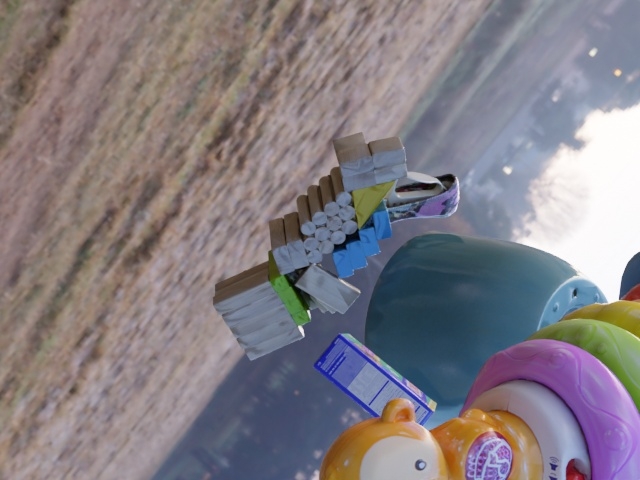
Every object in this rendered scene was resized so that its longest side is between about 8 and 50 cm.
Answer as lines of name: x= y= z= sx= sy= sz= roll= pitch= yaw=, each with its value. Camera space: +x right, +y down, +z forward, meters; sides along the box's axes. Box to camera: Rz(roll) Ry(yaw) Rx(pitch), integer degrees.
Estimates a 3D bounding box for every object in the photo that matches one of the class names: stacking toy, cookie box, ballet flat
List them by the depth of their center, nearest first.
stacking toy: x=0.126 y=0.094 z=0.464 sx=0.166 sy=0.302 sz=0.175 roll=14 pitch=-79 yaw=53
cookie box: x=0.051 y=0.131 z=0.884 sx=0.040 sy=0.107 sz=0.092 roll=-51 pitch=171 yaw=0
ballet flat: x=0.097 y=-0.060 z=1.403 sx=0.221 sy=0.077 sz=0.079 roll=-11 pitch=126 yaw=-17

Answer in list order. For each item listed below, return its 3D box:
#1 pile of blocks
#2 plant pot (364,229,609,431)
pile of blocks: x=0.000 y=0.000 z=1.326 sx=0.362 sy=0.149 sz=0.112 roll=-47 pitch=-158 yaw=19
plant pot: x=0.242 y=0.133 z=1.302 sx=0.235 sy=0.293 sz=0.293 roll=2 pitch=-136 yaw=48
